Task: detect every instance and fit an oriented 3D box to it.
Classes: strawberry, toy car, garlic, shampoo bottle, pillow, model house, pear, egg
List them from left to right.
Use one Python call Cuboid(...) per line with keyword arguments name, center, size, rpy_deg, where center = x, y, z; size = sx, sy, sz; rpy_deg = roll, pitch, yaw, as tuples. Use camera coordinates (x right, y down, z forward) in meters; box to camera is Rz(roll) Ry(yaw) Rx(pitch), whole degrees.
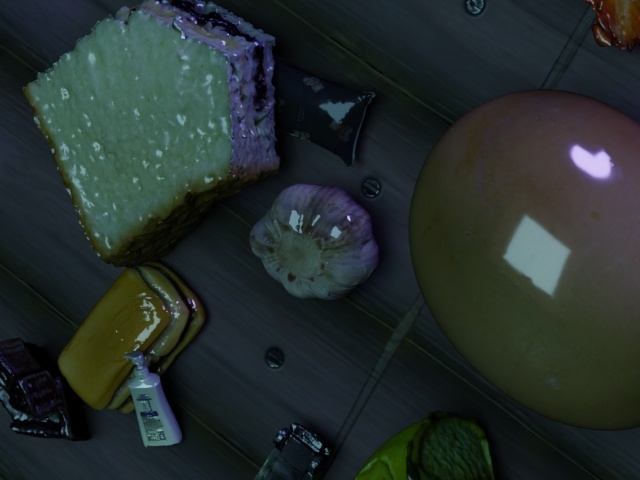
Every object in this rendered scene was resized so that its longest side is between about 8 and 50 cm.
Cuboid(name="model house", center=(-0.372, 0.209, 2.185), size=(0.106, 0.165, 0.152), rpy_deg=(-46, 74, 4))
Cuboid(name="shampoo bottle", center=(-0.213, 0.197, 2.123), size=(0.049, 0.034, 0.141), rpy_deg=(-3, 122, 16))
Cuboid(name="toy car", center=(-0.044, 0.299, 2.067), size=(0.071, 0.062, 0.165), rpy_deg=(36, 108, 19))
Cuboid(name="pillow", center=(-0.010, -0.156, 2.027), size=(0.150, 0.048, 0.090), rpy_deg=(24, 125, 24))
Cuboid(name="garlic", center=(0.000, 0.000, 2.007), size=(0.159, 0.102, 0.147), rpy_deg=(-15, 100, 38))
Cuboid(name="pear", center=(0.081, 0.341, 1.929), size=(0.255, 0.164, 0.238), rpy_deg=(-36, 48, 36))
Cuboid(name="egg", center=(0.258, 0.020, 1.768), size=(0.301, 0.301, 0.374), rpy_deg=(-43, 78, 22))
Cuboid(name="strawberry", center=(0.334, -0.302, 1.841), size=(0.121, 0.082, 0.188), rpy_deg=(6, 106, 45))

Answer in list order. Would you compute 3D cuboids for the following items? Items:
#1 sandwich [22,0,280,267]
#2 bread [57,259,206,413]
Cuboid(name="sandwich", center=(-0.185, -0.150, 2.048), size=(0.325, 0.131, 0.262), rpy_deg=(-33, 78, 36))
Cuboid(name="bread", center=(-0.242, 0.124, 2.151), size=(0.116, 0.077, 0.200), rpy_deg=(48, 111, 24))
